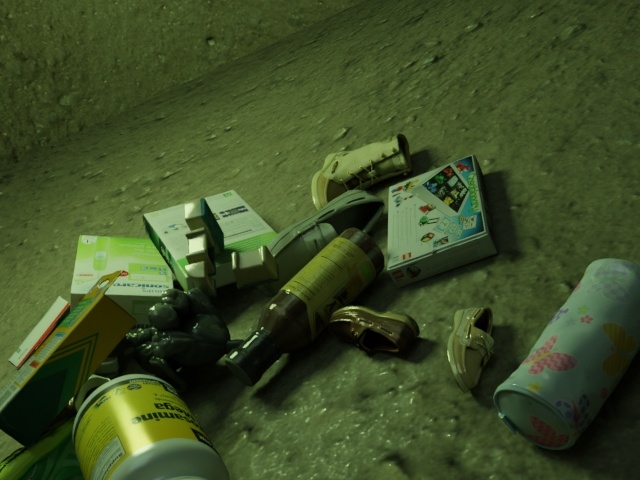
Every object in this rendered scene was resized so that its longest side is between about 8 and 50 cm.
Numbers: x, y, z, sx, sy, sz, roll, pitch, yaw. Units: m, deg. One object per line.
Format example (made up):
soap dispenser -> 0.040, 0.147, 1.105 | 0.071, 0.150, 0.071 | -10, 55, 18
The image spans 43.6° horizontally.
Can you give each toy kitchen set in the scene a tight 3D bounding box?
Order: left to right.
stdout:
toy kitchen set -> -0.168, 0.017, 1.568 | 0.166, 0.122, 0.207 | -14, 49, 6

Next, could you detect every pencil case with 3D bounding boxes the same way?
pencil case -> 0.339, 0.142, 1.045 | 0.273, 0.113, 0.124 | -45, 21, -28

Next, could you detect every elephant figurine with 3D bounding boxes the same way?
elephant figurine -> -0.283, 0.202, 1.511 | 0.169, 0.186, 0.239 | -12, -27, -42

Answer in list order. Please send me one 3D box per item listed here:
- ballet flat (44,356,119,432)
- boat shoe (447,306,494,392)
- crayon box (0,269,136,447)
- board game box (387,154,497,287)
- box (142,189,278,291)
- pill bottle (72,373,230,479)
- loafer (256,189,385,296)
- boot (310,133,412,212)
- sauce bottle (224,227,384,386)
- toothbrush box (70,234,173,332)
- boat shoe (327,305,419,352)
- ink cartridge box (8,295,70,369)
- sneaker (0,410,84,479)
ballet flat -> -0.476, 0.281, 1.608 | 0.124, 0.116, 0.342 | -6, 30, 1
boat shoe -> 0.228, 0.153, 1.185 | 0.059, 0.063, 0.170 | -22, 27, 26
crayon box -> -0.448, 0.204, 1.424 | 0.323, 0.083, 0.203 | -53, 16, -20
board game box -> 0.225, -0.045, 1.533 | 0.193, 0.053, 0.305 | -21, 29, 18
box -> -0.238, -0.004, 1.777 | 0.232, 0.058, 0.322 | -17, 31, -21
pill bottle -> -0.244, 0.344, 1.175 | 0.188, 0.188, 0.334 | -36, 28, -13
loafer -> 0.000, 0.000, 1.610 | 0.319, 0.112, 0.111 | -42, 21, -24
boot -> 0.096, -0.143, 1.785 | 0.203, 0.095, 0.262 | -15, 26, 23
sauce bottle -> -0.028, 0.121, 1.436 | 0.344, 0.111, 0.111 | -43, 30, -23
toothbrush box -> -0.431, 0.102, 1.743 | 0.206, 0.122, 0.283 | 3, 25, -13
boat shoe -> 0.077, 0.152, 1.330 | 0.178, 0.064, 0.060 | 1, 38, 41
ink cartridge box -> -0.621, 0.205, 1.774 | 0.181, 0.056, 0.225 | -55, 4, -16
sneaker -> -0.429, 0.375, 1.396 | 0.109, 0.123, 0.295 | -21, 7, 44
